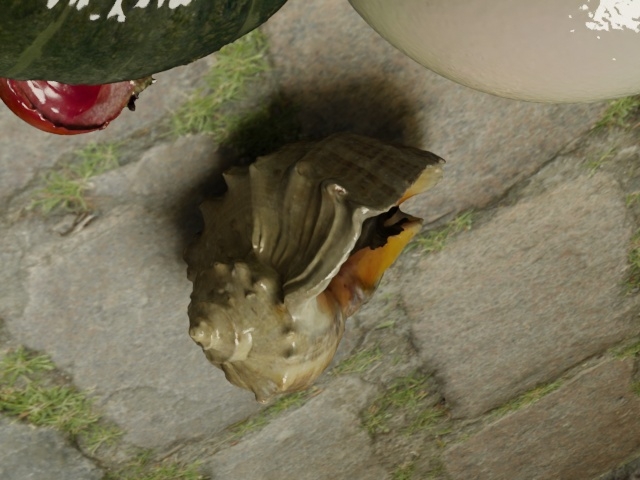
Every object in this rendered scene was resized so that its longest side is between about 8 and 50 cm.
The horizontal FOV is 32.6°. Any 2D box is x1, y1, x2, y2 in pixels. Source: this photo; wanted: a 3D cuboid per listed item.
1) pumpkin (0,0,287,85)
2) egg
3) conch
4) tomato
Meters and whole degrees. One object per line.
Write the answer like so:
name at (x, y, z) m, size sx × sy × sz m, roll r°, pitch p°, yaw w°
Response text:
pumpkin at (-0.150, -0.249, 0.696) m, size 0.328 × 0.291 × 0.257 m, roll -17°, pitch -178°, yaw -39°
egg at (0.203, -0.259, 0.777) m, size 0.355 × 0.340 × 0.354 m, roll -11°, pitch 116°, yaw -23°
conch at (-0.014, -0.011, 1.143) m, size 0.297 × 0.210 × 0.352 m, roll -50°, pitch -177°, yaw 46°
tomato at (-0.214, -0.180, 0.886) m, size 0.189 × 0.099 × 0.173 m, roll -57°, pitch 137°, yaw -30°
